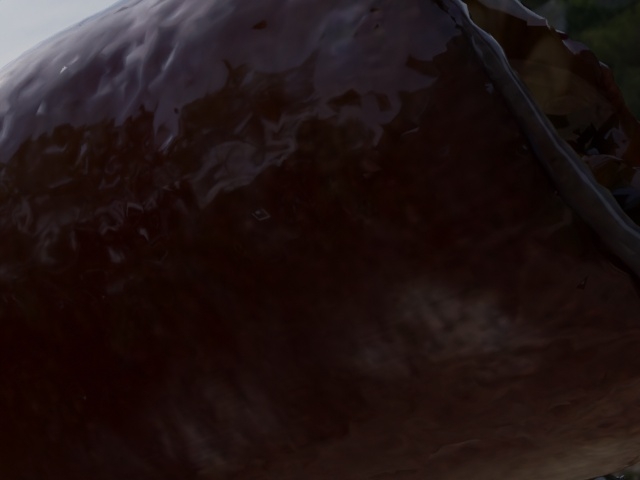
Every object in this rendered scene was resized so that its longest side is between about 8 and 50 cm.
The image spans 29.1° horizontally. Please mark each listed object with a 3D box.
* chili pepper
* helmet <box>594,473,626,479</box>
[{"bbox_3d":[0.000,0.000,0.488,0.305,0.251,0.229,-28,-5,32],"label":"chili pepper"},{"bbox_3d":[0.185,0.277,1.023,0.216,0.193,0.189,-40,-7,-11],"label":"helmet"}]
